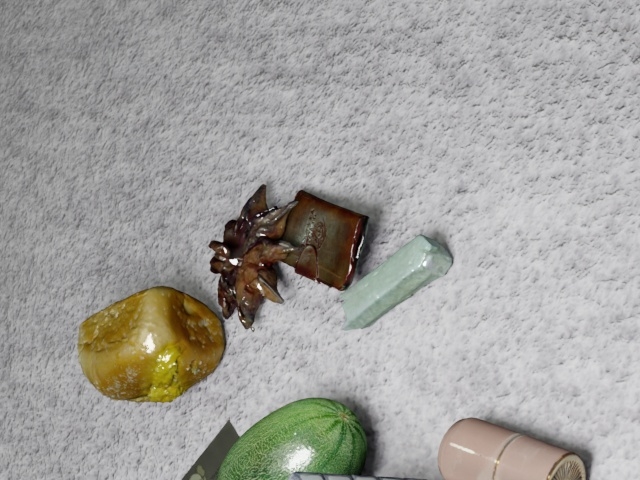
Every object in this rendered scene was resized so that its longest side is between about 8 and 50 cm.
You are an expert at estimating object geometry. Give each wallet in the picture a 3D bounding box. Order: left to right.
[{"bbox_3d":[0.000,0.000,1.871,0.255,0.031,0.137,24,97,62],"label":"wallet"}]

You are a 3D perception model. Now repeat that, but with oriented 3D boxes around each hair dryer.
[{"bbox_3d":[0.214,0.423,1.522,0.189,0.107,0.344,14,81,43],"label":"hair dryer"}]

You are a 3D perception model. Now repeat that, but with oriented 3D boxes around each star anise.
[{"bbox_3d":[-0.135,0.024,1.960,0.272,0.102,0.272,-26,58,50],"label":"star anise"}]

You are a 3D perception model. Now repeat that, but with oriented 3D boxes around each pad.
[{"bbox_3d":[-0.186,0.423,1.955,0.190,0.004,0.127,-52,49,15],"label":"pad"}]

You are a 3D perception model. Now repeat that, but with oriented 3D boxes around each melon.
[{"bbox_3d":[-0.053,0.359,1.740,0.288,0.182,0.182,-38,54,23],"label":"melon"}]

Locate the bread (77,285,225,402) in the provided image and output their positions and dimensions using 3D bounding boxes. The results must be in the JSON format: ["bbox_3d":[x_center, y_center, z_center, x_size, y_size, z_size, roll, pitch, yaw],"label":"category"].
[{"bbox_3d":[-0.307,0.205,2.007,0.246,0.195,0.176,-23,55,36],"label":"bread"}]

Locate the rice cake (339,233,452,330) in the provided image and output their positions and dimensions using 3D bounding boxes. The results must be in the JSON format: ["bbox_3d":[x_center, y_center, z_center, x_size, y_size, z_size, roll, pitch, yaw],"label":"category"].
[{"bbox_3d":[0.115,0.067,1.772,0.206,0.069,0.063,-40,53,28],"label":"rice cake"}]

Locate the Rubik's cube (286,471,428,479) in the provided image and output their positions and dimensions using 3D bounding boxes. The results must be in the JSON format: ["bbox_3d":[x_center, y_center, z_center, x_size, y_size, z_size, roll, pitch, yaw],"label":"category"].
[{"bbox_3d":[0.048,0.468,1.478,0.237,0.238,0.237,-64,36,28],"label":"Rubik's cube"}]
